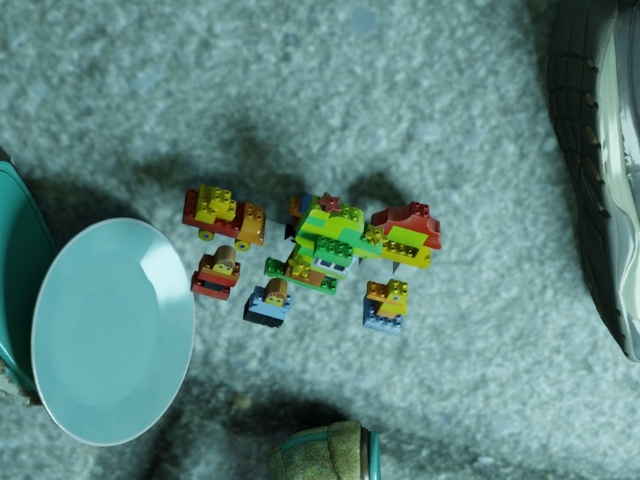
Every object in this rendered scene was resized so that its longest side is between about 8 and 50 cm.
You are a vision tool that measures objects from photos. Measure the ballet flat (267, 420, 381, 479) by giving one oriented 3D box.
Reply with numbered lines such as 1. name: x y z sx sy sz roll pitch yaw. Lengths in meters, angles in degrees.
1. ballet flat: 0.018 0.318 1.782 0.123 0.123 0.348 -9 117 1

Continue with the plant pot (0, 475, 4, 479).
1. plant pot: -0.411 0.363 1.612 0.334 0.305 0.333 4 113 10

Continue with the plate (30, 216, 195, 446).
1. plate: -0.173 0.074 1.602 0.024 0.188 0.188 5 130 39

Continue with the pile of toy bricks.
1. pile of toy bricks: 0.000 0.000 1.573 0.212 0.118 0.105 15 138 -14

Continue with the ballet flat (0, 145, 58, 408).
1. ballet flat: -0.319 -0.047 1.543 0.147 0.147 0.409 -19 118 7

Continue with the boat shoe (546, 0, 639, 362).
1. boat shoe: 0.268 -0.064 1.573 0.130 0.132 0.355 -18 130 -4
